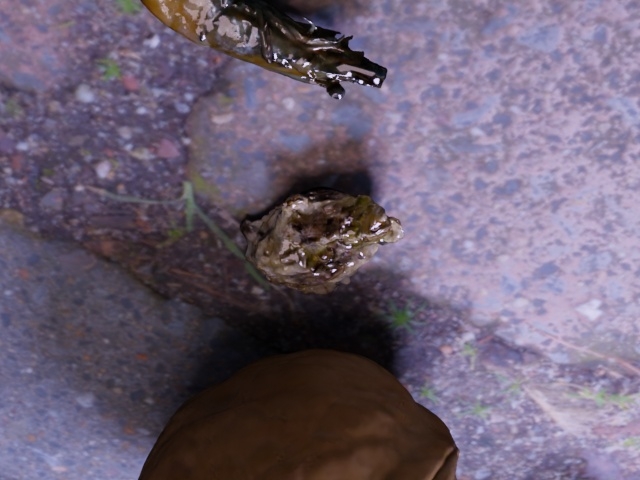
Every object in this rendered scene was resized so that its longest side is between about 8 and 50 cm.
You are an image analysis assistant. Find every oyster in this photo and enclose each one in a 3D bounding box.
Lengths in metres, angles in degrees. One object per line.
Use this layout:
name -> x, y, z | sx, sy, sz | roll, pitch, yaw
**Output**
oyster -> -0.002, -0.003, 1.541 | 0.108, 0.053, 0.165 | 34, 136, -11

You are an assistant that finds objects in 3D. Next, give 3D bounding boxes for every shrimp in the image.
shrimp -> -0.033, -0.186, 1.368 | 0.217, 0.051, 0.150 | 26, 124, -13

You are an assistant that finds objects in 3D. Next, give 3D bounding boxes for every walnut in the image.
walnut -> -0.017, 0.243, 1.635 | 0.313, 0.277, 0.252 | -29, 162, 22
